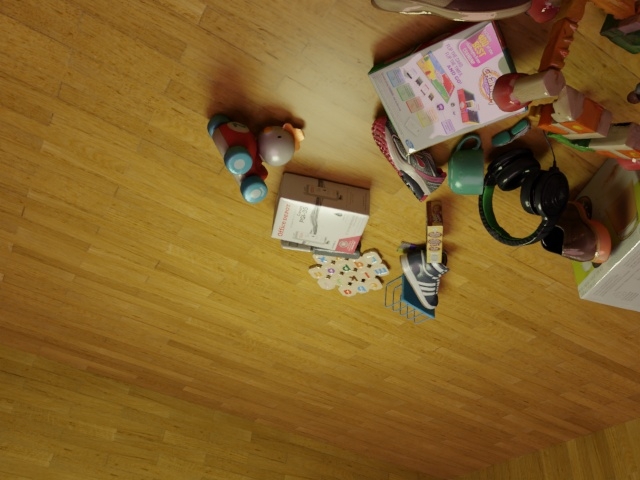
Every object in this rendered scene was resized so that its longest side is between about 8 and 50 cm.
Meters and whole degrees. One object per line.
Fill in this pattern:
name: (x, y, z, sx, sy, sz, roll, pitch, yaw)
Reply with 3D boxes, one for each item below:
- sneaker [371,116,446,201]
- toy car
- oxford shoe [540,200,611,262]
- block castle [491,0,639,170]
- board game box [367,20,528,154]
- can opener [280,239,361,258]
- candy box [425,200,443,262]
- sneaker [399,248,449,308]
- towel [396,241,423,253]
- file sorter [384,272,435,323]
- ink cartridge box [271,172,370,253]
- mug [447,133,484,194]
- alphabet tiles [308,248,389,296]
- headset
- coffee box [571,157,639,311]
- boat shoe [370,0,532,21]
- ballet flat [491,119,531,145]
sneaker: (0.246, -0.244, 1.574, 0.112, 0.121, 0.299, -39, 129, 9)
toy car: (-0.161, -0.268, 1.557, 0.238, 0.219, 0.210, -29, 136, -4)
oxford shoe: (0.687, -0.036, 1.592, 0.132, 0.364, 0.130, -2, 105, 3)
block castle: (0.629, -0.356, 1.237, 0.453, 0.303, 0.213, 19, -179, -17)
board game box: (0.310, -0.373, 1.360, 0.316, 0.064, 0.242, -16, 118, 31)
can opener: (0.000, 0.000, 1.904, 0.283, 0.076, 0.095, 7, 136, 3)
candy box: (0.369, -0.025, 1.809, 0.053, 0.109, 0.187, -2, 140, 10)
sneaker: (0.404, 0.133, 1.984, 0.153, 0.099, 0.282, -22, 128, 20)
towel: (0.314, 0.032, 1.961, 0.083, 0.009, 0.060, 13, 139, -8)
file sorter: (0.339, 0.226, 2.110, 0.170, 0.118, 0.104, 30, 138, -27)
ink cartridge box: (-0.004, -0.083, 1.778, 0.283, 0.117, 0.207, 11, 140, -7)
mug: (0.412, -0.208, 1.586, 0.097, 0.158, 0.129, 1, 164, 13)
alphabet tiles: (0.104, 0.110, 2.072, 0.284, 0.021, 0.278, -17, 133, 25)
headset: (0.598, -0.168, 1.542, 0.185, 0.243, 0.394, -7, 132, -33)
coffee box: (0.939, -0.024, 1.563, 0.338, 0.334, 0.337, 12, 141, -5)
boat shoe: (0.278, -0.549, 1.181, 0.342, 0.123, 0.123, 12, 131, 14)
ballet flat: (0.528, -0.288, 1.530, 0.041, 0.041, 0.114, 34, 134, -30)
